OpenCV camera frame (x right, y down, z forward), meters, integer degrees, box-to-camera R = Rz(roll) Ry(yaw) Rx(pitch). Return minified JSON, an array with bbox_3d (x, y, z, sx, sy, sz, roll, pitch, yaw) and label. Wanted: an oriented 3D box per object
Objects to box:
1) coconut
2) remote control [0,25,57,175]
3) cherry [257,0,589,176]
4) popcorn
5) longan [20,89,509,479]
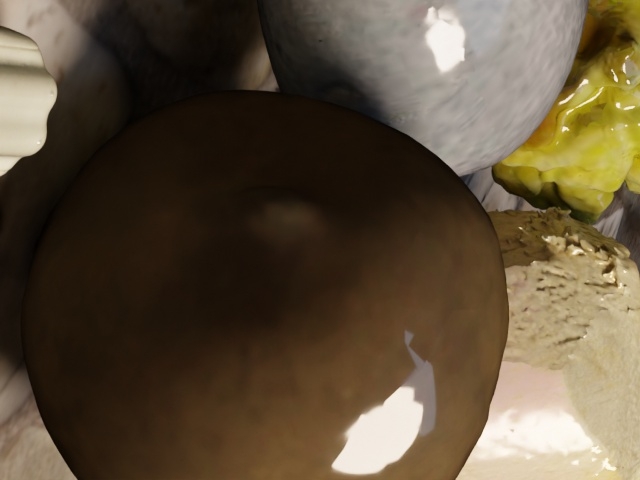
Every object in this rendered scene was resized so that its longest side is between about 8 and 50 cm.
[{"bbox_3d":[0.112,0.116,1.428,0.297,0.309,0.297,173,-90,-89],"label":"coconut"},{"bbox_3d":[-0.207,-0.068,0.809,0.230,0.049,0.090,-5,113,-65],"label":"remote control"},{"bbox_3d":[0.066,-0.175,1.122,0.255,0.218,0.296,-62,149,-18],"label":"cherry"},{"bbox_3d":[0.207,-0.150,1.447,0.293,0.293,0.237,-70,164,9],"label":"popcorn"},{"bbox_3d":[-0.030,0.052,1.014,0.297,0.297,0.297,-50,153,-37],"label":"longan"}]
